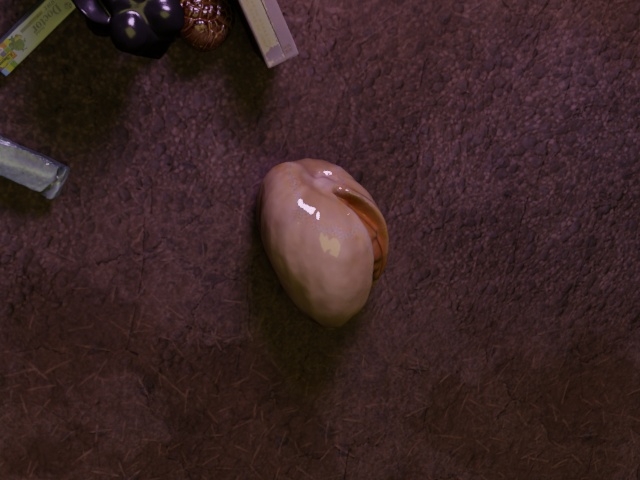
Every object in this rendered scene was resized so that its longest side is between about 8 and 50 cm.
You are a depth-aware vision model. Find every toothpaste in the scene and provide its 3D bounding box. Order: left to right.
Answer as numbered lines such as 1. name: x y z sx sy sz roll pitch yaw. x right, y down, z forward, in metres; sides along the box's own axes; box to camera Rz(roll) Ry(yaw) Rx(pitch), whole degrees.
1. toothpaste: -0.461 -0.334 1.645 0.164 0.034 0.046 -44 119 1

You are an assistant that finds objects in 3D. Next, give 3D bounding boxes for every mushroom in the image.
1. mushroom: -0.194 -0.372 1.691 0.109 0.085 0.126 -28 101 -4

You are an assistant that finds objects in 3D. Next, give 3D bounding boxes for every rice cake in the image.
1. rice cake: -0.562 -0.159 1.658 0.336 0.063 0.066 27 98 -24

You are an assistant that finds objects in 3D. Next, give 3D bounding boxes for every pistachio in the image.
1. pistachio: 0.000 0.000 1.830 0.229 0.230 0.309 -23 118 -10

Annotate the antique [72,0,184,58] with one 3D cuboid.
1. antique: -0.301 -0.420 1.541 0.185 0.255 0.322 -23 113 -11

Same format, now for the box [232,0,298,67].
1. box: -0.110 -0.392 1.682 0.058 0.141 0.201 -25 114 -3
